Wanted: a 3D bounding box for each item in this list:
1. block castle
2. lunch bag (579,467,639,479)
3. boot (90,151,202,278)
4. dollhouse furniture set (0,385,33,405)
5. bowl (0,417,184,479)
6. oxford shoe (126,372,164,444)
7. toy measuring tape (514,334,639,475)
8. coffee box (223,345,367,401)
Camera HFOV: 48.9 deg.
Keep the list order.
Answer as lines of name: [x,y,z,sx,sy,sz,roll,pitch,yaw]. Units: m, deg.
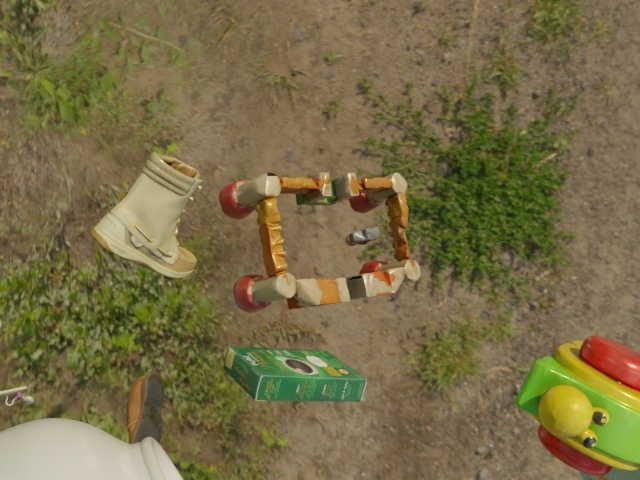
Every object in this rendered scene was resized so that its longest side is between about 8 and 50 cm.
block castle: [0.000,0.000,1.643,0.453,0.212,0.303,-5,82,-38]
lunch bag: [0.439,0.321,0.801,0.160,0.223,0.262,-23,79,-13]
boot: [-0.284,-0.044,1.339,0.203,0.095,0.262,-54,146,3]
dollhouse furniture set: [-0.383,0.184,0.785,0.114,0.091,0.081,-41,159,28]
bowl: [-0.149,0.242,0.518,0.134,0.298,0.298,-29,112,-14]
oxford shoe: [-0.397,0.403,1.554,0.076,0.076,0.212,39,45,-47]
toy measuring tape: [0.280,0.150,0.676,0.330,0.121,0.121,7,102,-59]
coffee box: [-0.038,0.195,1.027,0.184,0.113,0.040,9,100,-36]
